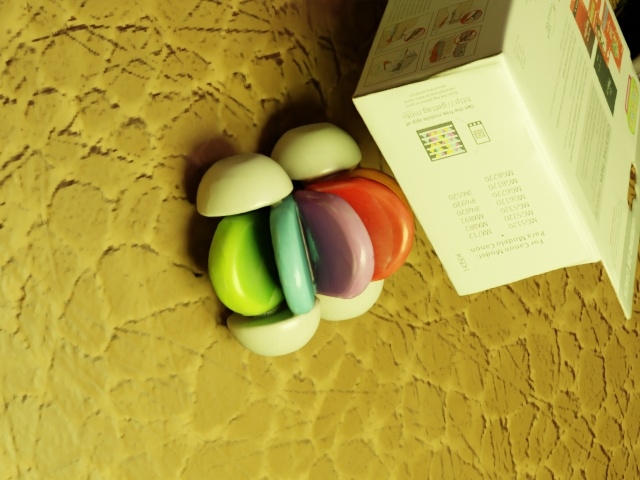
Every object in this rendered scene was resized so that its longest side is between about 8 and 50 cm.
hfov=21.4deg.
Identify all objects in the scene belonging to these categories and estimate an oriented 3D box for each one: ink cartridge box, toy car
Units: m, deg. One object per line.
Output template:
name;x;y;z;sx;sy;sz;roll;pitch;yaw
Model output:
ink cartridge box;0.166;-0.111;1.408;0.272;0.130;0.309;60;30;-29
toy car;0.000;0.000;1.324;0.182;0.136;0.159;-26;111;-41

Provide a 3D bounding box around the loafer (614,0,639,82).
loafer;0.327;-0.208;1.661;0.095;0.109;0.302;50;62;-30
